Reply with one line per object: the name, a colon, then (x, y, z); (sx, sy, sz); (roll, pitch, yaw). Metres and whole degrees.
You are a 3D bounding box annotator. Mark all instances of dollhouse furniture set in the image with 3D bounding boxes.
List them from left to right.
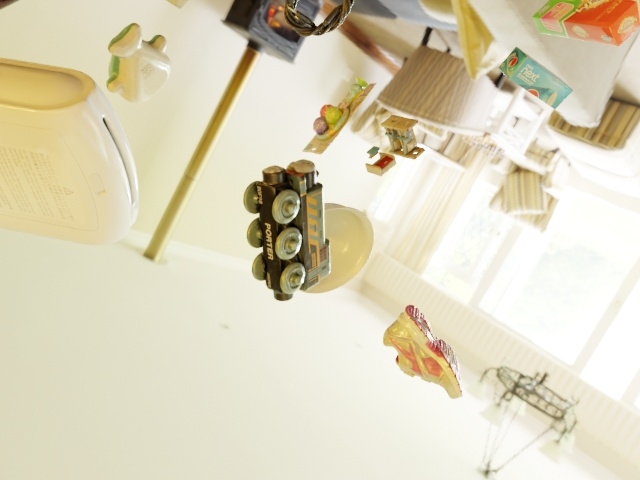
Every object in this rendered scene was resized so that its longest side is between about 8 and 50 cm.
dollhouse furniture set: (0.252, -0.327, 1.971); (0.128, 0.183, 0.129); (26, 149, 46)

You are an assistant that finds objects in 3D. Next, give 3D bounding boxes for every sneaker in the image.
sneaker: (0.236, 0.270, 1.304); (0.252, 0.111, 0.103); (52, -158, -7)

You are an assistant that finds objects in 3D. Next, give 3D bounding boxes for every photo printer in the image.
photo printer: (-0.398, -0.116, 0.750); (0.307, 0.256, 0.107); (10, -132, 6)

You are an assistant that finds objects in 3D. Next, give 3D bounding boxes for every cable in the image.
cable: (0.004, -0.569, 1.358); (0.184, 0.151, 0.047); (-12, -142, -16)

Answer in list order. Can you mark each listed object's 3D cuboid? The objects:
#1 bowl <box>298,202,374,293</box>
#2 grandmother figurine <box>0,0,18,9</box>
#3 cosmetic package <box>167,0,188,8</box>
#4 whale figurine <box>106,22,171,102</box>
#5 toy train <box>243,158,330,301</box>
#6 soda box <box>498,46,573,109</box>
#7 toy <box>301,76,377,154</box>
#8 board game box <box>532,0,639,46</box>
bowl: (0.000, 0.000, 1.661); (0.297, 0.298, 0.134); (22, -161, -39)
grandmother figurine: (-0.527, -0.441, 0.867); (0.207, 0.343, 0.104); (24, -177, 8)
cosmetic package: (-0.364, -0.682, 1.510); (0.060, 0.115, 0.041); (13, -133, -54)
whale figurine: (-0.518, -0.498, 1.542); (0.141, 0.216, 0.272); (40, 170, 7)
toy train: (-0.068, -0.025, 1.315); (0.142, 0.334, 0.190); (18, -148, 38)
soda box: (0.589, -0.440, 1.541); (0.210, 0.071, 0.067); (19, -145, -31)
toy: (0.034, -0.333, 1.476); (0.056, 0.237, 0.137); (43, 173, -24)
board game box: (0.763, -0.647, 1.512); (0.064, 0.242, 0.316); (43, -174, -30)
